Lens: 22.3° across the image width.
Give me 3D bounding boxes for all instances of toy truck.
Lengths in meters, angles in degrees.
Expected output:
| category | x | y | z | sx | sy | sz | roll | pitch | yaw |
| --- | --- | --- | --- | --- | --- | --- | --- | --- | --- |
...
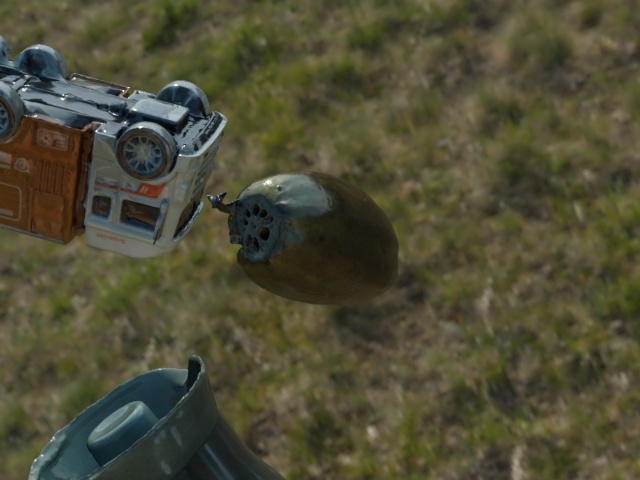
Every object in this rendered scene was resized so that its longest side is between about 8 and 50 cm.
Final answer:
| category | x | y | z | sx | sy | sz | roll | pitch | yaw |
| --- | --- | --- | --- | --- | --- | --- | --- | --- | --- |
| toy truck | -0.319 | -0.104 | 1.944 | 0.388 | 0.207 | 0.173 | 15 | 27 | 8 |

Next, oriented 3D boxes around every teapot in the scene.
| category | x | y | z | sx | sy | sz | roll | pitch | yaw |
| --- | --- | --- | --- | --- | --- | --- | --- | --- | --- |
| teapot | -0.073 | 0.205 | 0.994 | 0.171 | 0.225 | 0.203 | -19 | 21 | 51 |

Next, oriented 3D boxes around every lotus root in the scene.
| category | x | y | z | sx | sy | sz | roll | pitch | yaw |
| --- | --- | --- | --- | --- | --- | --- | --- | --- | --- |
| lotus root | 0.000 | 0.000 | 1.595 | 0.123 | 0.241 | 0.124 | -19 | 73 | 28 |
